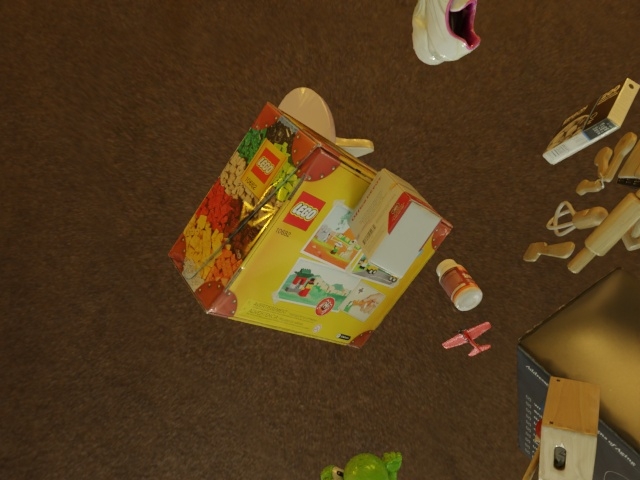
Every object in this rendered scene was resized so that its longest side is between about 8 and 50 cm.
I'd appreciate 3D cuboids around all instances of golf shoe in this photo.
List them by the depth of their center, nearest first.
[{"bbox_3d":[0.236,-0.487,1.112,0.115,0.140,0.307,-21,112,-25],"label":"golf shoe"}]

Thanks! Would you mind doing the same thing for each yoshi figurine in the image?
[{"bbox_3d":[0.178,0.634,1.464,0.362,0.203,0.203,27,88,-11],"label":"yoshi figurine"}]

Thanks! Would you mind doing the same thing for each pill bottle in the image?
[{"bbox_3d":[0.401,0.126,1.749,0.086,0.152,0.086,-11,130,-14],"label":"pill bottle"}]

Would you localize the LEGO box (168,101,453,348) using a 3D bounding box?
[{"bbox_3d":[0.000,0.000,1.274,0.373,0.500,0.193,-54,49,11],"label":"LEGO box"}]

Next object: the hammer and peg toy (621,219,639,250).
[{"bbox_3d":[0.939,-0.043,1.473,0.361,0.266,0.128,-25,73,26],"label":"hammer and peg toy"}]

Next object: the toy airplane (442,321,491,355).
[{"bbox_3d":[0.423,0.286,1.690,0.151,0.028,0.151,-5,136,-5],"label":"toy airplane"}]

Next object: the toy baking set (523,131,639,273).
[{"bbox_3d":[0.376,-0.040,0.823,0.030,0.197,0.256,31,116,-2],"label":"toy baking set"}]

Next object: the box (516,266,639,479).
[{"bbox_3d":[0.657,0.399,1.174,0.297,0.472,0.480,-34,47,-11],"label":"box"}]

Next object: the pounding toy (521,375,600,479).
[{"bbox_3d":[0.348,0.298,0.878,0.100,0.130,0.141,6,118,25],"label":"pounding toy"}]

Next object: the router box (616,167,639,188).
[{"bbox_3d":[0.720,-0.121,1.294,0.092,0.122,0.038,17,100,-11],"label":"router box"}]

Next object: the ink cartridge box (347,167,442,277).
[{"bbox_3d":[0.124,-0.035,1.049,0.072,0.175,0.128,27,107,-20],"label":"ink cartridge box"}]

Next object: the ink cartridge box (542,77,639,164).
[{"bbox_3d":[0.655,-0.298,1.437,0.045,0.206,0.208,43,61,-5],"label":"ink cartridge box"}]

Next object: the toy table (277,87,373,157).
[{"bbox_3d":[-0.009,-0.233,1.528,0.252,0.160,0.275,-3,75,31],"label":"toy table"}]
